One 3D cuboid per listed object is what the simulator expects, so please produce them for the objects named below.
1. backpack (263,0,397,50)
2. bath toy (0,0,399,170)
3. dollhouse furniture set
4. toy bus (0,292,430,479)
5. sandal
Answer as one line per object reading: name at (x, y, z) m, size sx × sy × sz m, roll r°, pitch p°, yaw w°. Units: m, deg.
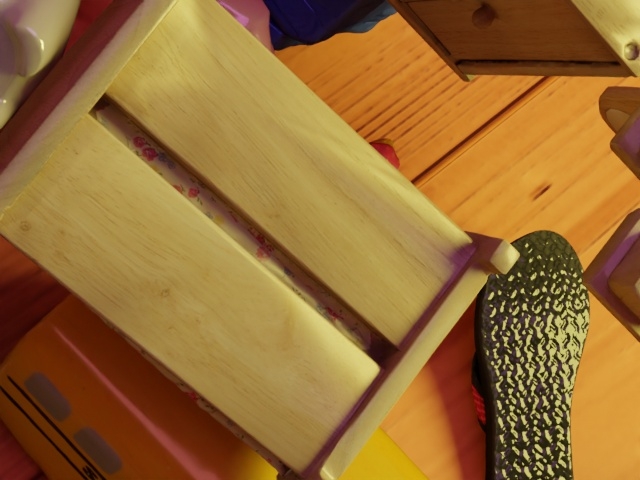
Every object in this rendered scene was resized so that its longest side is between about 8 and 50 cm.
backpack at (-0.001, -0.160, 0.909) m, size 0.098 × 0.101 × 0.120 m, roll 59°, pitch 29°, yaw 1°
bath toy at (-0.088, -0.088, 0.834) m, size 0.348 × 0.151 × 0.129 m, roll 38°, pitch 24°, yaw -7°
dollhouse furniture set at (0.000, 0.000, 0.742) m, size 0.303 × 0.174 × 0.355 m, roll 43°, pitch 79°, yaw -21°
toy bus at (-0.005, 0.150, 0.773) m, size 0.333 × 0.130 × 0.108 m, roll 47°, pitch 61°, yaw -1°
sandal at (0.111, 0.083, 0.906) m, size 0.067 × 0.040 × 0.179 m, roll 5°, pitch 84°, yaw -16°
